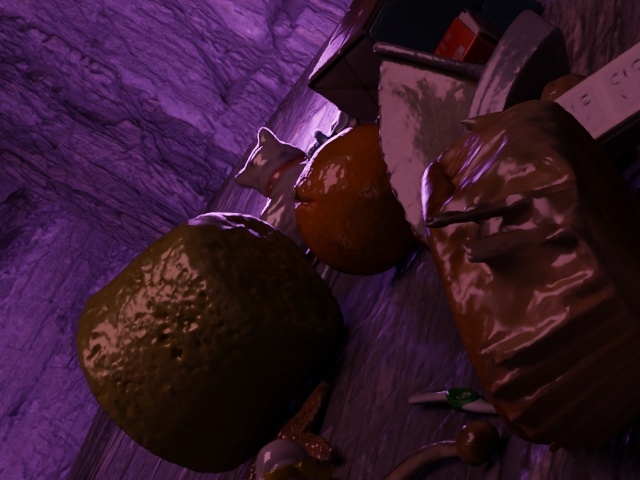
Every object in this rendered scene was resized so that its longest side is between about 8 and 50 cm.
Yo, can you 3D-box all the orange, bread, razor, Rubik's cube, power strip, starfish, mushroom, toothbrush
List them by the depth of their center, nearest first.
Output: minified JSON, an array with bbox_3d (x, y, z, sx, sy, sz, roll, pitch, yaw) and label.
[{"bbox_3d":[0.182,0.025,1.152,0.183,0.236,0.388,-38,9,17],"label":"bread"},{"bbox_3d":[0.271,-0.120,1.328,0.272,0.052,0.078,-34,55,28],"label":"power strip"},{"bbox_3d":[0.093,0.243,1.410,0.068,0.043,0.306,-35,-7,-38],"label":"mushroom"},{"bbox_3d":[0.144,0.163,1.418,0.030,0.030,0.304,-61,9,-13],"label":"toothbrush"},{"bbox_3d":[-0.055,0.298,1.844,0.299,0.060,0.302,-55,11,32],"label":"starfish"},{"bbox_3d":[0.062,-0.058,1.968,0.219,0.193,0.219,-40,36,38],"label":"orange"},{"bbox_3d":[-0.158,0.140,2.048,0.308,0.348,0.348,-45,16,26],"label":"bread"},{"bbox_3d":[0.153,-0.287,2.060,0.224,0.231,0.221,-62,12,-25],"label":"Rubik's cube"},{"bbox_3d":[0.000,0.078,2.258,0.135,0.040,0.068,-67,13,-17],"label":"razor"}]

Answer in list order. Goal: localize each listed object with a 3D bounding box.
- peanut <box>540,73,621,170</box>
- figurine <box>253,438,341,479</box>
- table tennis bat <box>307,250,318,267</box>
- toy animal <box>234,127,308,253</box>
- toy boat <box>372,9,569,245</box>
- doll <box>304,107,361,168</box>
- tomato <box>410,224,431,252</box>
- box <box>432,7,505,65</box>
[{"bbox_3d":[0.267,-0.115,1.455,0.089,0.089,0.192,-52,12,29],"label":"peanut"},{"bbox_3d":[-0.047,0.301,1.630,0.178,0.109,0.129,14,90,60],"label":"figurine"},{"bbox_3d":[0.000,0.000,2.504,0.154,0.019,0.098,-64,10,-15],"label":"table tennis bat"},{"bbox_3d":[-0.086,-0.048,2.592,0.307,0.188,0.266,-58,13,12],"label":"toy animal"},{"bbox_3d":[0.170,-0.118,1.637,0.293,0.111,0.276,-7,76,55],"label":"toy boat"},{"bbox_3d":[0.069,-0.177,2.362,0.314,0.141,0.177,-54,5,3],"label":"doll"},{"bbox_3d":[0.151,-0.020,1.724,0.075,0.087,0.087,119,174,-48],"label":"tomato"},{"bbox_3d":[0.222,-0.217,1.810,0.099,0.133,0.182,-57,10,13],"label":"box"}]
